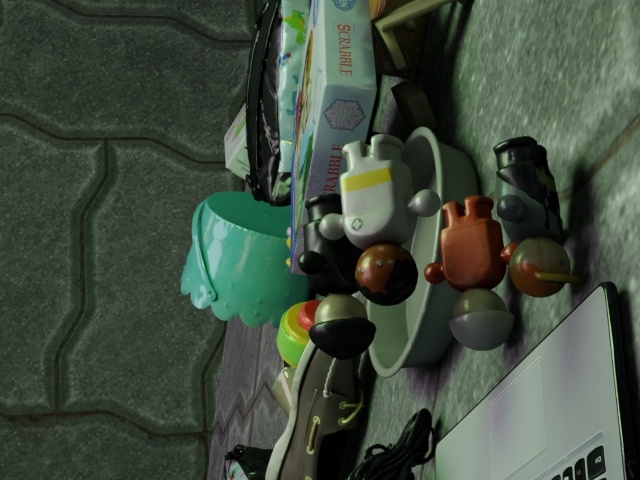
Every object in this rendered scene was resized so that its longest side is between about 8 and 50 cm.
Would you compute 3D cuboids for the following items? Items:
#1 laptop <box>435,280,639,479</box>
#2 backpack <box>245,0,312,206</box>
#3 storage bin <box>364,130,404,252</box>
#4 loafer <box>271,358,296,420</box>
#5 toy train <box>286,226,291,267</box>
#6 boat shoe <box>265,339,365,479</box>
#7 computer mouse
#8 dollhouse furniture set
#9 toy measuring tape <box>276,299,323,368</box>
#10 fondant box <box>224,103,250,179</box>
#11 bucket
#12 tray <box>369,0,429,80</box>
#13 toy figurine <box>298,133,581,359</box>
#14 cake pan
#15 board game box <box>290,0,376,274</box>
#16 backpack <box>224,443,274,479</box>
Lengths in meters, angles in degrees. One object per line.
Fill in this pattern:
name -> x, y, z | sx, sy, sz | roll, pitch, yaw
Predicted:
laptop -> 0.054, 0.276, 0.777 | 0.382, 0.236, 0.407 | 116, 160, -58
backpack -> -0.022, -0.262, 1.762 | 0.290, 0.273, 0.355 | -121, 20, -78
storage bin -> 0.062, -0.064, 1.488 | 0.122, 0.084, 0.180 | -112, 32, -71
loafer -> -0.036, 0.261, 1.715 | 0.102, 0.092, 0.268 | 112, 164, -53
toy train -> 0.000, 0.000, 1.797 | 0.046, 0.125, 0.166 | 53, 152, 30
boat shoe -> 0.012, 0.244, 1.456 | 0.117, 0.097, 0.324 | -18, -50, -54
computer mouse -> 0.062, 0.326, 1.080 | 0.188, 0.072, 0.272 | -27, -42, -57
dollhouse furniture set -> 0.148, -0.235, 1.316 | 0.144, 0.123, 0.151 | -113, -1, -72
toy measuring tape -> -0.014, 0.116, 1.668 | 0.330, 0.121, 0.121 | -94, 17, -54
fondant box -> -0.084, -0.302, 2.199 | 0.330, 0.096, 0.238 | -55, 17, 14
bucket -> -0.130, 0.030, 2.002 | 0.281, 0.281, 0.183 | -107, 32, -69
tray -> 0.126, -0.453, 1.509 | 0.203, 0.076, 0.410 | -120, 41, -74
toy figurine -> 0.094, 0.013, 0.874 | 0.209, 0.213, 0.148 | 129, 140, -66
cake pan -> 0.115, 0.017, 1.192 | 0.293, 0.054, 0.293 | -171, 90, -80
board game box -> 0.010, -0.173, 1.376 | 0.318, 0.066, 0.318 | -92, 10, -46
backpack -> -0.076, 0.422, 1.714 | 0.182, 0.152, 0.115 | -138, 51, -64
